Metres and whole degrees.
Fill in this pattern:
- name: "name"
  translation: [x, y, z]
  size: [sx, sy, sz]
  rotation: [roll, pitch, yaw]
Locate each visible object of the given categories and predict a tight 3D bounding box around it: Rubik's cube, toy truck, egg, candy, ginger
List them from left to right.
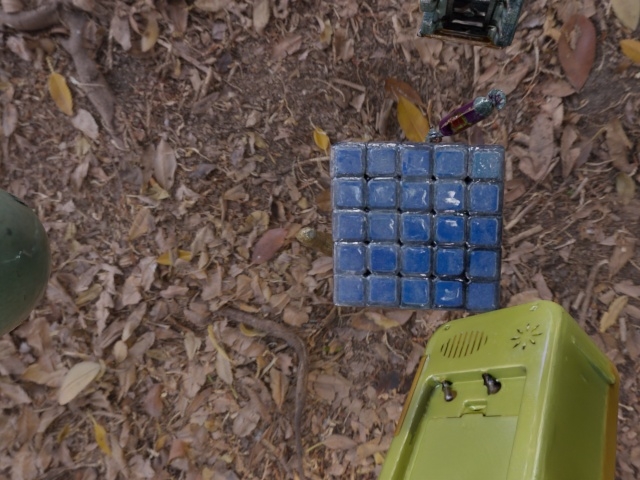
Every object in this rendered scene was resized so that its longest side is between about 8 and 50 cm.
- name: "egg"
  translation: [-0.418, 0.031, 0.560]
  size: [0.169, 0.169, 0.236]
  rotation: [50, 130, 6]
- name: "ginger"
  translation: [-0.005, -0.001, 0.900]
  size: [0.044, 0.137, 0.057]
  rotation: [-49, 58, 10]
- name: "Rubik's cube"
  translation: [0.137, -0.030, 0.736]
  size: [0.237, 0.238, 0.237]
  rotation: [2, 97, 5]
- name: "candy"
  translation: [0.255, -0.215, 0.831]
  size: [0.045, 0.175, 0.043]
  rotation: [38, 59, -19]
- name: "toy truck"
  translation: [0.123, -0.229, 0.338]
  size: [0.080, 0.178, 0.115]
  rotation: [15, 86, 11]

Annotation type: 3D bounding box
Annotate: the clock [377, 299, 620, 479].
- name: "clock"
  translation: [0.134, 0.153, 0.357]
  size: [0.096, 0.202, 0.143]
  rotation: [43, 142, -13]
